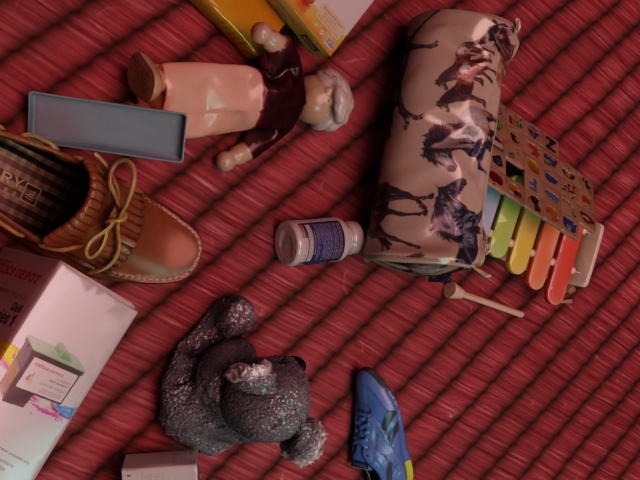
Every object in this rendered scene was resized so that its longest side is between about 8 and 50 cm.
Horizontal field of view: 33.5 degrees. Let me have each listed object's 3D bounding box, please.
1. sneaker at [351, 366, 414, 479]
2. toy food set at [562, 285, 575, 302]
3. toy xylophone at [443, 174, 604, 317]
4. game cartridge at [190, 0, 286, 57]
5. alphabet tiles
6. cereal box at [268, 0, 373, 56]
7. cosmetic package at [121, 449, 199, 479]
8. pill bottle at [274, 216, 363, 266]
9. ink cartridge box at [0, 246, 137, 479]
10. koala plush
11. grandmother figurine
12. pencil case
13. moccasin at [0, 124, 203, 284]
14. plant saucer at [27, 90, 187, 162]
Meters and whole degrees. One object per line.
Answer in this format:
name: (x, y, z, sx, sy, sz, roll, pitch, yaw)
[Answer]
sneaker: (0.080, 0.296, 1.611, 0.082, 0.069, 0.209, -23, 107, -27)
toy food set: (0.432, 0.050, 1.858, 0.078, 0.019, 0.122, 3, 93, -35)
toy xylophone: (0.322, 0.005, 1.741, 0.323, 0.081, 0.236, 12, 88, -34)
game cartridge: (-0.118, -0.455, 1.416, 0.323, 0.053, 0.285, 46, 70, -32)
alphabet tiles: (0.355, -0.108, 1.710, 0.237, 0.009, 0.198, 30, 45, -22)
cereal box: (0.020, -0.397, 1.462, 0.173, 0.047, 0.240, 47, 69, -31)
cosmetic package: (-0.203, 0.400, 1.404, 0.099, 0.060, 0.239, -3, 101, -6)
pill bottle: (0.000, 0.000, 1.527, 0.120, 0.067, 0.067, -5, 98, -34)
ink cartridge box: (-0.360, 0.155, 1.212, 0.117, 0.201, 0.278, 39, 73, -31)
koala plush: (-0.089, 0.206, 1.392, 0.203, 0.221, 0.196, -42, 117, -24)
grandmother figurine: (-0.094, -0.195, 1.427, 0.342, 0.104, 0.208, -4, 133, -38)
pencil case: (0.187, -0.146, 1.564, 0.183, 0.160, 0.410, 12, 82, -5)
moccasin: (-0.297, -0.047, 1.268, 0.380, 0.147, 0.139, 34, 76, -32)
plant saucer: (-0.260, -0.140, 1.300, 0.192, 0.018, 0.067, 8, 117, -3)
